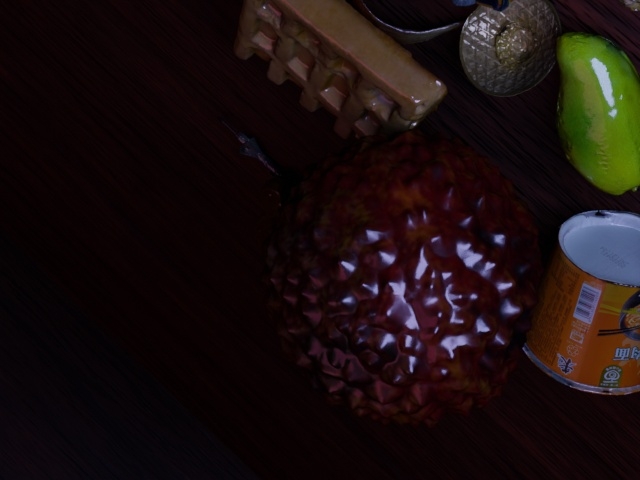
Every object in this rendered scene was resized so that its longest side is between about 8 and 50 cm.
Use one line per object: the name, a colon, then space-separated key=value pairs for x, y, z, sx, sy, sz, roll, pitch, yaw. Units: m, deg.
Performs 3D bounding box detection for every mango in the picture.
mango: x=0.360 y=-0.167 z=1.266 sx=0.125 sy=0.111 sz=0.232 roll=-5 pitch=122 yaw=46

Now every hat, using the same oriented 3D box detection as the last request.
hat: x=0.267 y=-0.261 z=1.321 sx=0.146 sy=0.067 sz=0.145 roll=-2 pitch=86 yaw=33

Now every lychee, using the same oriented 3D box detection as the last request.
lychee: x=0.114 y=0.038 z=1.434 sx=0.500 sy=0.425 sz=0.424 roll=-108 pitch=7 yaw=-45

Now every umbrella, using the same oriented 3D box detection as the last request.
umbrella: x=-0.104 y=-0.148 z=1.901 sx=0.269 sy=0.044 sz=0.044 roll=43 pitch=176 yaw=2

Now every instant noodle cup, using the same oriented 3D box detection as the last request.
instant noodle cup: x=0.408 y=0.077 z=1.399 sx=0.230 sy=0.230 sz=0.182 roll=27 pitch=134 yaw=28

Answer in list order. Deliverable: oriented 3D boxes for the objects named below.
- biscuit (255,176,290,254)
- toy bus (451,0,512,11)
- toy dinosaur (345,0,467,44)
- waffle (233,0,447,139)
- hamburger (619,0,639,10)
biscuit: x=0.001 y=-0.001 z=1.914 sx=0.314 sy=0.063 sz=0.367 roll=48 pitch=149 yaw=-10
toy bus: x=0.177 y=-0.369 z=1.245 sx=0.201 sy=0.114 sz=0.098 roll=27 pitch=143 yaw=37
toy dinosaur: x=0.056 y=-0.392 z=1.400 sx=0.327 sy=0.113 sz=0.206 roll=40 pitch=176 yaw=29
waffle: x=0.014 y=-0.274 z=1.495 sx=0.348 sy=0.077 sz=0.304 roll=40 pitch=165 yaw=1
hamburger: x=0.376 y=-0.358 z=1.042 sx=0.183 sy=0.130 sz=0.206 roll=44 pitch=130 yaw=0
